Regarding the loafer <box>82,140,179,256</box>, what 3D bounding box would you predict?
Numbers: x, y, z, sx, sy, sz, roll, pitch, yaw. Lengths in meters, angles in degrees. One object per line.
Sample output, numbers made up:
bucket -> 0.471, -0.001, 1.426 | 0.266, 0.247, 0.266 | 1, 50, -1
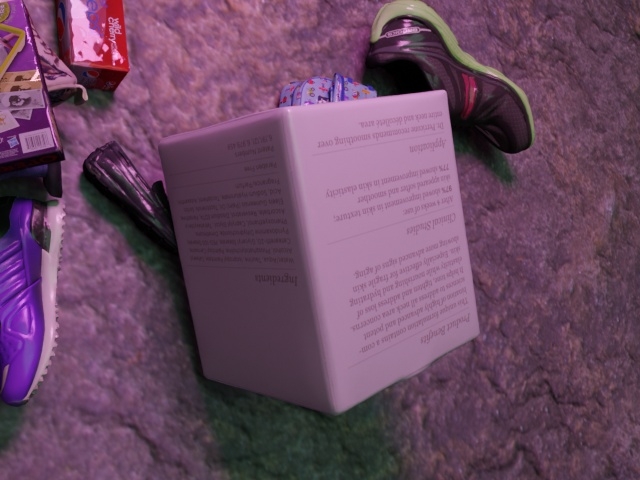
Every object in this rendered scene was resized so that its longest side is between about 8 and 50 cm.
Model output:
loafer -> -0.275, -0.064, 1.005 | 0.223, 0.076, 0.078 | 47, 66, -13

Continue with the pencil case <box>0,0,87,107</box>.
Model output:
pencil case -> -0.494, -0.349, 0.871 | 0.183, 0.160, 0.410 | -30, 96, -22

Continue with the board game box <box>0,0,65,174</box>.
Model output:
board game box -> -0.504, -0.155, 0.740 | 0.347, 0.056, 0.208 | -15, 85, -13

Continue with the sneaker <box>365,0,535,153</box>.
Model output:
sneaker -> 0.285, -0.328, 1.429 | 0.483, 0.185, 0.202 | 32, 81, -21

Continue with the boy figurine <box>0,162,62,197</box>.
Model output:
boy figurine -> -0.492, -0.095, 0.824 | 0.285, 0.177, 0.092 | -8, 123, -28

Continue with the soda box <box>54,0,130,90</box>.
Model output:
soda box -> -0.371, -0.381, 1.011 | 0.092, 0.083, 0.263 | -2, 80, -34

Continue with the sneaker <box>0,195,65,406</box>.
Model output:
sneaker -> -0.436, 0.074, 0.851 | 0.146, 0.102, 0.293 | 10, 66, -33

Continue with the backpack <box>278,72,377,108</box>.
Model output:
backpack -> 0.010, -0.249, 1.227 | 0.173, 0.117, 0.158 | 17, 68, -28

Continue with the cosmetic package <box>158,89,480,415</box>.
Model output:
cosmetic package -> 0.000, 0.000, 0.972 | 0.329, 0.327, 0.393 | -16, 100, -41
